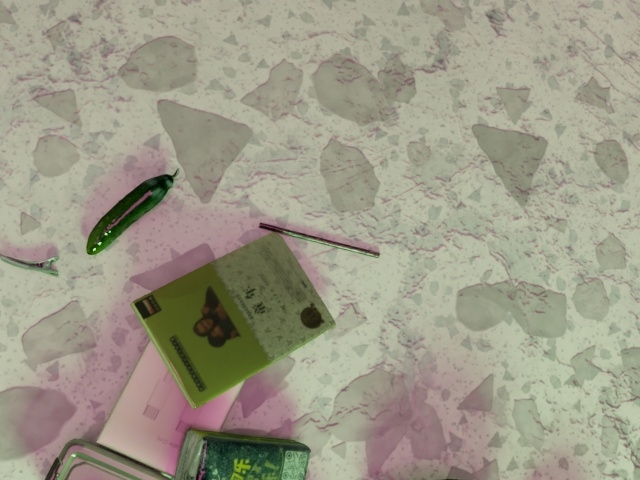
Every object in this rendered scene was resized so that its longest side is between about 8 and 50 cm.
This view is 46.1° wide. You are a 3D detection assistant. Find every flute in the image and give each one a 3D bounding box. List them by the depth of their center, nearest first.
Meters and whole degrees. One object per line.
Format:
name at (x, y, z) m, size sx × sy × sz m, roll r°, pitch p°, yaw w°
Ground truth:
flute at (0.000, 0.000, 1.602) m, size 0.270 × 0.014 × 0.014 m, roll 15°, pitch 79°, yaw -8°

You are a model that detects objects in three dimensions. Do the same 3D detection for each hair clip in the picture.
hair clip at (-0.573, 0.041, 1.485) m, size 0.115 × 0.030 × 0.039 m, roll 12°, pitch 60°, yaw -10°

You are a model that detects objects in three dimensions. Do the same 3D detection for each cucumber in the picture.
cucumber at (-0.382, -0.065, 1.523) m, size 0.250 × 0.056 × 0.056 m, roll -43°, pitch 91°, yaw -12°

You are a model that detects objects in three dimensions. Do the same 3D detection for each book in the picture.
book at (-0.159, 0.143, 1.474) m, size 0.352 × 0.035 × 0.239 m, roll -27°, pitch 78°, yaw -32°

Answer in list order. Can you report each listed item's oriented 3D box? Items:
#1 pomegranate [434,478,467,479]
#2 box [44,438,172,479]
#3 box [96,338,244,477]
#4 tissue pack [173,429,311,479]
pomegranate at (0.256, 0.610, 1.454) m, size 0.323 × 0.291 × 0.290 m, roll 40°, pitch 72°, yaw -46°
box at (-0.399, 0.478, 1.398) m, size 0.227 × 0.130 × 0.162 m, roll 26°, pitch 77°, yaw -7°
box at (-0.282, 0.314, 1.459) m, size 0.203 × 0.106 × 0.251 m, roll 28°, pitch 79°, yaw -7°
tissue pack at (-0.147, 0.463, 1.412) m, size 0.257 × 0.081 × 0.185 m, roll 18°, pitch 81°, yaw -38°
